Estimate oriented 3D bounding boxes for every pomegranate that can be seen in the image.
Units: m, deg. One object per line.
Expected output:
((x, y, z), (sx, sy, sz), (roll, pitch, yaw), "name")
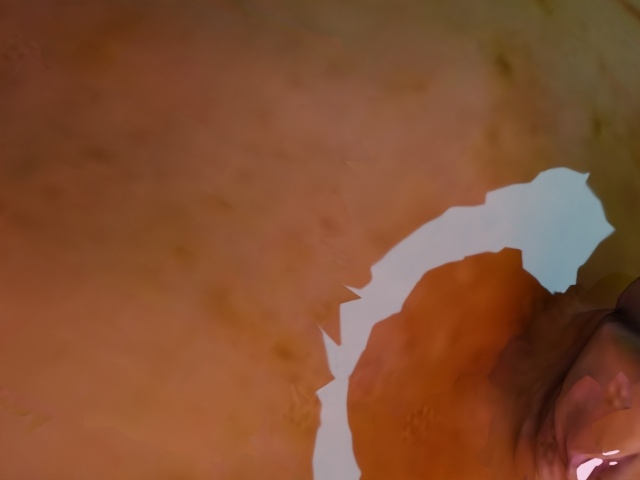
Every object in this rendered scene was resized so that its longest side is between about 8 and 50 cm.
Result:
((-0.015, 0.062, 0.528), (0.411, 0.411, 0.411), (7, 90, -66), "pomegranate")
